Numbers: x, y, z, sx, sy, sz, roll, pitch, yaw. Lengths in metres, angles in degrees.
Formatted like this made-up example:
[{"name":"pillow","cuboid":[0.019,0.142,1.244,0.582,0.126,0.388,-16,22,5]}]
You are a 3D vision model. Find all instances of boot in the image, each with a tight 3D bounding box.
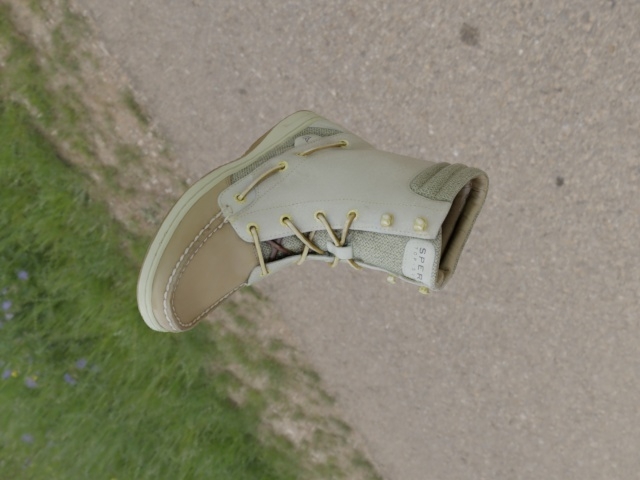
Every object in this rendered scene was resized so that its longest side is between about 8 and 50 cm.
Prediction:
[{"name":"boot","cuboid":[0.000,0.000,0.483,0.165,0.213,0.077,22,142,28]}]
